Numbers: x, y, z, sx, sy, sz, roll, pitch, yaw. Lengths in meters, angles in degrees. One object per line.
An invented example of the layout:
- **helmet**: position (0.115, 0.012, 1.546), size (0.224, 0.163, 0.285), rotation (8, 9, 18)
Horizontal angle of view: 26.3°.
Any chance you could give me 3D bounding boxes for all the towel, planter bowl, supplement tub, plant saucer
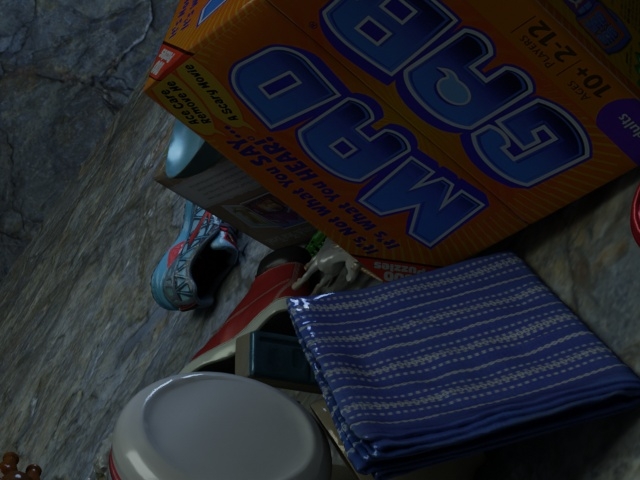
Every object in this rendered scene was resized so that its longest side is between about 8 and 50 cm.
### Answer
- **towel**: position (0.111, 0.091, 1.200), size (0.243, 0.040, 0.336), rotation (-14, 22, -7)
- **planter bowl**: position (0.078, 0.185, 1.224), size (0.109, 0.162, 0.162), rotation (-33, 20, -6)
- **supplement tub**: position (-0.106, 0.272, 1.222), size (0.191, 0.191, 0.272), rotation (-96, 17, -59)
- **plant saucer**: position (-0.100, -0.212, 1.653), size (0.317, 0.044, 0.317), rotation (-55, 19, 29)

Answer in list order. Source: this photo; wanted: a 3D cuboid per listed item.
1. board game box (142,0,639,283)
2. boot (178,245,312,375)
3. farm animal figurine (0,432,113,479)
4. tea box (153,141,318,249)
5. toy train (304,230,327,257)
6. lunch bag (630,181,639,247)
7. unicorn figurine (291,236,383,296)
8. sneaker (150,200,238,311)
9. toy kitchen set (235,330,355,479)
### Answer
- **board game box**: position (0.106, -0.239, 1.364), size (0.356, 0.356, 0.356), rotation (-31, 32, 38)
- **boot**: position (-0.100, 0.116, 1.813), size (0.244, 0.088, 0.176), rotation (-40, 26, 23)
- **farm animal figurine**: position (-0.251, 0.394, 1.591), size (0.327, 0.330, 0.172), rotation (-23, 27, 11)
- **tea box**: position (-0.018, -0.190, 1.848), size (0.329, 0.220, 0.323), rotation (-18, 46, 61)
- **toy train**: position (0.000, 0.000, 1.802), size (0.017, 0.024, 0.083), rotation (-56, 4, -32)
- **lunch bag**: position (0.358, -0.050, 0.825), size (0.258, 0.120, 0.293), rotation (27, 78, 33)
- **unicorn figurine**: position (0.017, 0.026, 1.695), size (0.111, 0.060, 0.162), rotation (-49, 23, 27)
- **sneaker**: position (-0.157, -0.003, 2.131), size (0.125, 0.104, 0.262), rotation (8, 72, 50)
- **toy kitchen set**: position (-0.003, 0.194, 1.480), size (0.166, 0.122, 0.207), rotation (-28, 56, 54)
